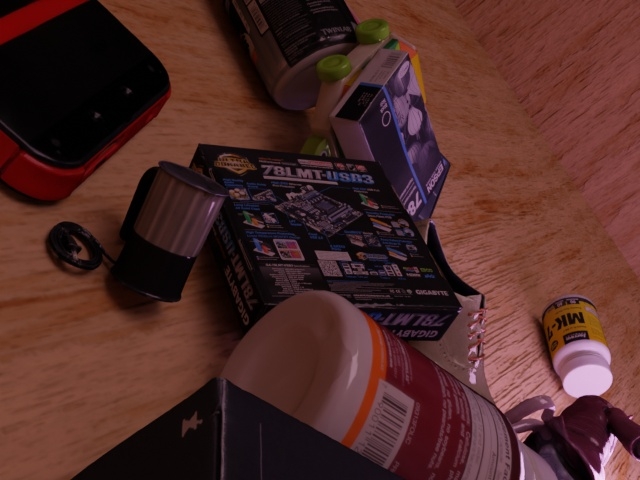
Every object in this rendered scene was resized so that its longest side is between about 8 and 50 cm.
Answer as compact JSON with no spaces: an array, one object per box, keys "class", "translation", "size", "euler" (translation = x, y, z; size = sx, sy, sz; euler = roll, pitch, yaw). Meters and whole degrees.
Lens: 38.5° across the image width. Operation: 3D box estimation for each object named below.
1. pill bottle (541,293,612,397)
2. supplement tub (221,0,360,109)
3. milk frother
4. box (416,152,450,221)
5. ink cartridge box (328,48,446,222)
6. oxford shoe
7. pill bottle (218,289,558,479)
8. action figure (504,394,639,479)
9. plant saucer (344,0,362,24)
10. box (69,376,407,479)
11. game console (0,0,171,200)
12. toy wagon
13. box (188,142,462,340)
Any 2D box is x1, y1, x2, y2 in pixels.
[{"class":"pill bottle","translation":[0.538,0.221,1.918],"size":[0.119,0.119,0.209],"euler":[40,28,-26]},{"class":"supplement tub","translation":[-0.059,-0.405,1.613],"size":[0.193,0.193,0.316],"euler":[7,52,-56]},{"class":"milk frother","translation":[-0.196,-0.022,0.984],"size":[0.129,0.135,0.143],"euler":[31,11,30]},{"class":"box","translation":[0.133,-0.154,1.720],"size":[0.232,0.059,0.183],"euler":[44,47,-18]},{"class":"ink cartridge box","translation":[0.125,-0.131,1.498],"size":[0.165,0.065,0.333],"euler":[-57,143,-27]},{"class":"oxford shoe","translation":[0.199,0.153,1.404],"size":[0.397,0.146,0.140],"euler":[61,25,9]},{"class":"pill bottle","translation":[0.086,0.242,1.030],"size":[0.392,0.224,0.224],"euler":[37,30,-31]},{"class":"action figure","translation":[0.363,0.317,1.377],"size":[0.370,0.248,0.276],"euler":[-28,88,-52]},{"class":"plant saucer","translation":[0.008,-0.432,1.882],"size":[0.332,0.084,0.332],"euler":[39,29,-26]},{"class":"box","translation":[-0.008,0.351,0.754],"size":[0.395,0.212,0.294],"euler":[37,31,-32]},{"class":"game console","translation":[-0.359,-0.233,1.081],"size":[0.342,0.060,0.386],"euler":[43,27,-10]},{"class":"toy wagon","translation":[0.062,-0.185,1.502],"size":[0.344,0.068,0.267],"euler":[-48,137,-35]},{"class":"box","translation":[0.000,0.000,1.200],"size":[0.295,0.073,0.293],"euler":[3,42,-32]}]
